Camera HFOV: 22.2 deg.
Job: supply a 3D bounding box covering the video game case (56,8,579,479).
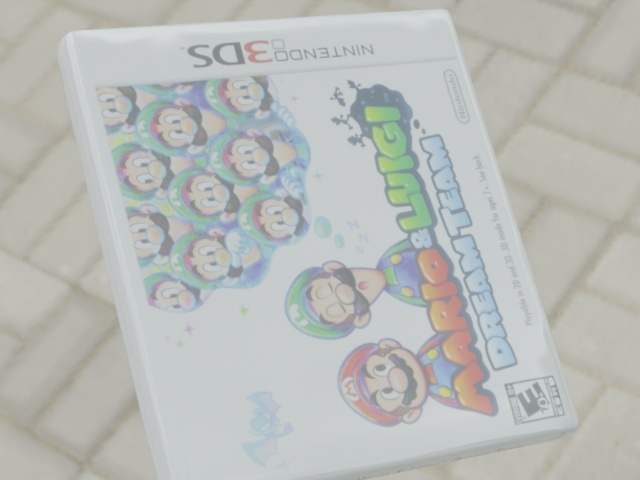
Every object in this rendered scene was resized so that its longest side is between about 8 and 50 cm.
[{"bbox_3d":[0.000,0.000,0.529,0.143,0.019,0.157,-7,72,-26],"label":"video game case"}]
